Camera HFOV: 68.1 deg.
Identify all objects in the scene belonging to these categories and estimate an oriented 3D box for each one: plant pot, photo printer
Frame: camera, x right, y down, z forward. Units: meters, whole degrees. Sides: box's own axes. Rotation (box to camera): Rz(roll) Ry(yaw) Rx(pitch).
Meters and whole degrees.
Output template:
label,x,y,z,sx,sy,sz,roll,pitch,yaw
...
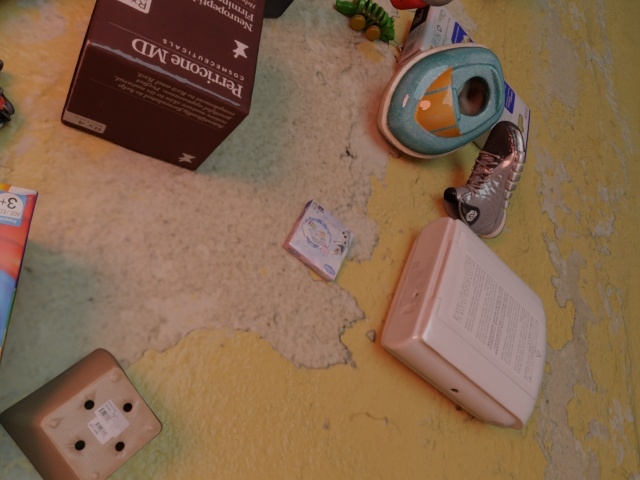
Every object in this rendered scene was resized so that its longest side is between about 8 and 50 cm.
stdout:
label,x,y,z,sx,sy,sz,roll,pitch,yaw
plant pot,-0.213,0.172,0.443,0.109,0.096,0.109,-37,98,-38
photo printer,0.262,0.146,0.795,0.307,0.107,0.256,39,56,-21

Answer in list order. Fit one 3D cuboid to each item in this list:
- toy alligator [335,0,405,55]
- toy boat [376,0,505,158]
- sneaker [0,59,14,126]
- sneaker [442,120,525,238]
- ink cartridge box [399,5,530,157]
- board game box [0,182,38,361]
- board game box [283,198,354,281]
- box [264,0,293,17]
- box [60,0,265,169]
label,x,y,z,sx,sy,sz,roll,pitch,yaw
toy alligator,0.115,-0.420,0.913,0.190,0.051,0.056,20,64,-30
toy boat,0.206,-0.300,0.816,0.268,0.148,0.318,-28,115,-15
sneaker,-0.343,-0.128,0.475,0.065,0.061,0.157,3,73,-42
sneaker,0.298,-0.114,0.890,0.132,0.086,0.228,1,102,-25
ink cartridge box,0.327,-0.329,1.023,0.371,0.069,0.175,34,58,-25
board game box,-0.326,0.093,0.356,0.142,0.144,0.275,14,68,-33
board game box,0.000,0.000,0.707,0.090,0.020,0.090,40,55,-19
box,-0.109,-0.390,0.654,0.233,0.183,0.059,-19,87,-40
box,-0.179,-0.225,0.557,0.168,0.167,0.203,17,65,-31
